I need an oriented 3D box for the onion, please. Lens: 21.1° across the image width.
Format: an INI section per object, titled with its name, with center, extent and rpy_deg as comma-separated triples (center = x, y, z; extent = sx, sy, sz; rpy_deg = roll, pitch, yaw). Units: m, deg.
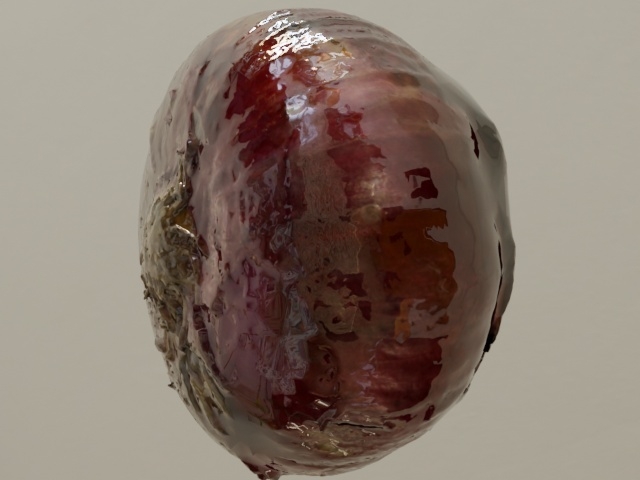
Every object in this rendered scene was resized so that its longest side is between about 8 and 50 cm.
[onion]
center = 0.000, 0.000, 0.891
extent = 0.246, 0.190, 0.246
rpy_deg = -18, -111, 61
